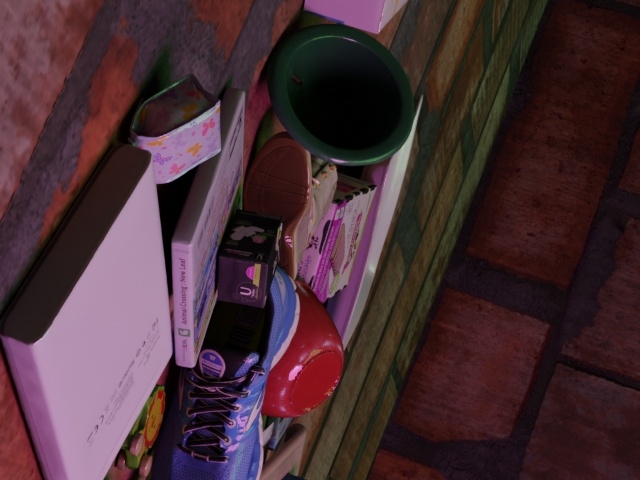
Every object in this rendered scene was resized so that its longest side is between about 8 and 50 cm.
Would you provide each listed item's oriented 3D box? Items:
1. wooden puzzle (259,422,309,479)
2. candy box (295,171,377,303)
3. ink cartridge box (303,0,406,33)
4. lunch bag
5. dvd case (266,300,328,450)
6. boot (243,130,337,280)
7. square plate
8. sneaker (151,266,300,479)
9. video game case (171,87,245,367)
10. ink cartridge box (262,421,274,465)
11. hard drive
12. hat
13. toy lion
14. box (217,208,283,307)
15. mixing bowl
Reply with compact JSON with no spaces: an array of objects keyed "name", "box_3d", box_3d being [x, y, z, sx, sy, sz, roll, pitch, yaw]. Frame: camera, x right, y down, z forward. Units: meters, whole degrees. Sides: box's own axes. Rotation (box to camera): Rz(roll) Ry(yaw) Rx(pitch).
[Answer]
[{"name":"wooden puzzle","box_3d":[-0.086,0.465,1.965,0.348,0.080,0.322,-44,147,-66]},{"name":"candy box","box_3d":[0.000,0.000,1.897,0.233,0.071,0.159,-31,139,-73]},{"name":"ink cartridge box","box_3d":[0.052,-0.309,1.590,0.143,0.092,0.090,-56,160,-56]},{"name":"lunch bag","box_3d":[-0.130,-0.092,1.201,0.083,0.053,0.071,-36,154,-23]},{"name":"dvd case","box_3d":[-0.031,0.179,2.166,0.180,0.022,0.253,-56,161,-54]},{"name":"boot","box_3d":[-0.029,-0.067,1.652,0.165,0.077,0.213,-61,162,-50]},{"name":"square plate","box_3d":[0.078,-0.029,2.189,0.344,0.049,0.347,-61,166,-65]},{"name":"sneaker","box_3d":[-0.118,0.164,1.530,0.147,0.129,0.330,62,40,-70]},{"name":"video game case","box_3d":[-0.111,-0.012,1.400,0.193,0.023,0.212,95,7,-49]},{"name":"ink cartridge box","box_3d":[-0.137,0.380,1.949,0.189,0.066,0.232,-33,133,-71]},{"name":"hard drive","box_3d":[-0.194,0.086,1.226,0.307,0.040,0.203,92,21,-55]},{"name":"hat","box_3d":[-0.004,-0.134,1.607,0.208,0.173,0.183,-17,168,-33]},{"name":"toy lion","box_3d":[-0.185,0.191,1.466,0.100,0.034,0.096,86,19,-61]},{"name":"box","box_3d":[-0.073,0.018,1.451,0.083,0.052,0.062,-73,171,-51]},{"name":"mixing bowl","box_3d":[-0.037,0.151,1.735,0.181,0.098,0.181,-29,137,-32]}]
